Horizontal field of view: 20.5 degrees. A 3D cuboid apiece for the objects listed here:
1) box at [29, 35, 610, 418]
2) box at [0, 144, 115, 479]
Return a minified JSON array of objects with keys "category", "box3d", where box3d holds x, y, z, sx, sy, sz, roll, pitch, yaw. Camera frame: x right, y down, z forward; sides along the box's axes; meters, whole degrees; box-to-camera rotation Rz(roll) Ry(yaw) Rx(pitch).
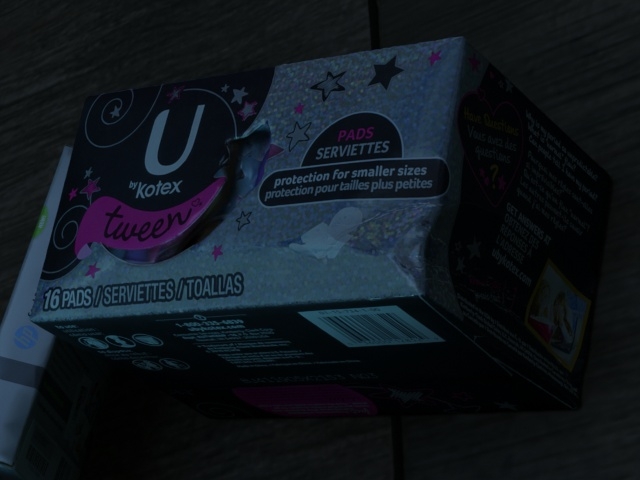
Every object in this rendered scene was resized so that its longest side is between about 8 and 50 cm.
[{"category":"box","box3d":[0.000,0.000,0.925,0.247,0.163,0.142,-6,63,35]},{"category":"box","box3d":[-0.148,0.057,1.027,0.038,0.145,0.186,15,72,9]}]
